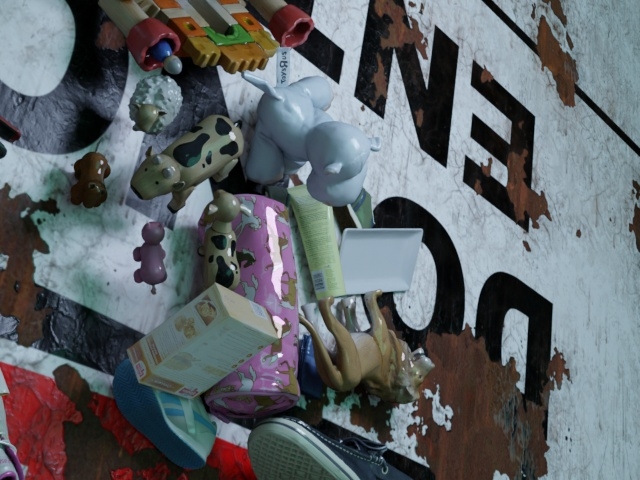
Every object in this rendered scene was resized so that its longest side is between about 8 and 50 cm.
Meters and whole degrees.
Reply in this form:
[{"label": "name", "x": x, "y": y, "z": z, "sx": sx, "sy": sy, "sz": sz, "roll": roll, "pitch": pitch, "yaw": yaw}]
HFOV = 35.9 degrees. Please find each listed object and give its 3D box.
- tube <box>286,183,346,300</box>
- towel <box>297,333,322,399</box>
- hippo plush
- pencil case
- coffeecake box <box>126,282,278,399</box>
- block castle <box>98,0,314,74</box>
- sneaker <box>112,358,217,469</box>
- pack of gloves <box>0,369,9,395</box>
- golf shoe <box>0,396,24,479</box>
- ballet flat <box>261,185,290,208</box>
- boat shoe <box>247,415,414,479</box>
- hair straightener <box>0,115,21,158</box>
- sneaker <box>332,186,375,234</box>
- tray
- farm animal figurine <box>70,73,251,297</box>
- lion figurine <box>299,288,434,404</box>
[{"label": "tube", "x": 0.000, "y": 0.000, "z": 1.991, "sx": 0.070, "sy": 0.062, "sz": 0.240, "roll": -11, "pitch": 85, "yaw": -28}, {"label": "towel", "x": -0.018, "y": 0.247, "z": 1.928, "sx": 0.067, "sy": 0.029, "sz": 0.119, "roll": 35, "pitch": 52, "yaw": -40}, {"label": "hippo plush", "x": 0.009, "y": -0.201, "z": 1.873, "sx": 0.234, "sy": 0.237, "sz": 0.294, "roll": -41, "pitch": 151, "yaw": -36}, {"label": "pencil case", "x": -0.127, "y": 0.116, "z": 1.720, "sx": 0.160, "sy": 0.167, "sz": 0.386, "roll": 9, "pitch": 62, "yaw": -29}, {"label": "coffeecake box", "x": -0.184, "y": 0.163, "z": 1.554, "sx": 0.142, "sy": 0.185, "sz": 0.068, "roll": 34, "pitch": 24, "yaw": -54}, {"label": "block castle", "x": -0.143, "y": -0.461, "z": 1.772, "sx": 0.213, "sy": 0.303, "sz": 0.453, "roll": 49, "pitch": 39, "yaw": 17}, {"label": "sneaker", "x": -0.256, "y": 0.272, "z": 1.626, "sx": 0.228, "sy": 0.087, "sz": 0.092, "roll": 57, "pitch": 35, "yaw": -27}, {"label": "pack of gloves", "x": -0.533, "y": 0.107, "z": 1.325, "sx": 0.195, "sy": 0.046, "sz": 0.232, "roll": 2, "pitch": 52, "yaw": -47}, {"label": "golf shoe", "x": -0.459, "y": 0.277, "z": 1.350, "sx": 0.115, "sy": 0.140, "sz": 0.306, "roll": -5, "pitch": 80, "yaw": -47}, {"label": "ballet flat", "x": -0.105, "y": -0.010, "z": 1.904, "sx": 0.068, "sy": 0.072, "sz": 0.213, "roll": 14, "pitch": 63, "yaw": -15}, {"label": "boat shoe", "x": 0.042, "y": 0.437, "z": 1.826, "sx": 0.500, "sy": 0.187, "sz": 0.156, "roll": 43, "pitch": 44, "yaw": -36}, {"label": "hair straightener", "x": -0.558, "y": -0.200, "z": 1.468, "sx": 0.230, "sy": 0.047, "sz": 0.089, "roll": 45, "pitch": 48, "yaw": -28}, {"label": "sneaker", "x": 0.066, "y": -0.097, "z": 2.112, "sx": 0.086, "sy": 0.064, "sz": 0.192, "roll": -28, "pitch": 105, "yaw": -47}, {"label": "tray", "x": 0.116, "y": 0.040, "z": 2.114, "sx": 0.270, "sy": 0.030, "sz": 0.145, "roll": 0, "pitch": 107, "yaw": -48}, {"label": "farm animal figurine", "x": -0.224, "y": -0.090, "z": 1.609, "sx": 0.330, "sy": 0.172, "sz": 0.326, "roll": 35, "pitch": 60, "yaw": -6}, {"label": "lion figurine", "x": 0.069, "y": 0.225, "z": 1.931, "sx": 0.392, "sy": 0.142, "sz": 0.240, "roll": -4, "pitch": 79, "yaw": -54}]
